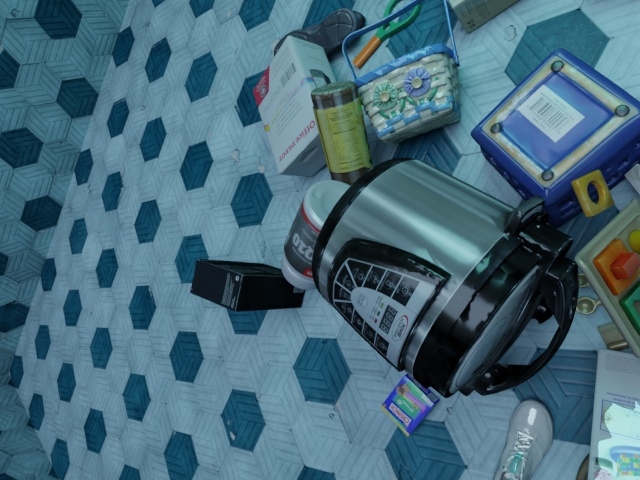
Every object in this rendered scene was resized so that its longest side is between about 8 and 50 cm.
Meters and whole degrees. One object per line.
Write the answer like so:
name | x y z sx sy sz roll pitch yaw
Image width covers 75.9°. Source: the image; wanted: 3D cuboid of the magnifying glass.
magnifying glass | 0.174 -0.565 1.108 0.231 0.026 0.092 -44 62 21

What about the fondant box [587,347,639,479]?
fondant box | 0.537 0.345 0.600 0.239 0.096 0.330 4 51 36

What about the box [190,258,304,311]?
box | -0.191 0.122 1.137 0.185 0.261 0.103 16 94 36

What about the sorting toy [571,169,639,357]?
sorting toy | 0.492 0.049 0.624 0.347 0.196 0.047 56 157 -3

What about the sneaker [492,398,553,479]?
sneaker | 0.388 0.417 0.797 0.080 0.094 0.211 19 95 37

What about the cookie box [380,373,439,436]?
cookie box | 0.208 0.382 0.960 0.092 0.040 0.107 41 108 31

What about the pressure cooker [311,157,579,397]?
pressure cooker | 0.240 0.074 0.777 0.421 0.370 0.375 38 87 31

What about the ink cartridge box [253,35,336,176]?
ink cartridge box | -0.054 -0.364 1.149 0.226 0.131 0.305 -36 66 45

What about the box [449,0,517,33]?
box | 0.421 -0.618 0.877 0.311 0.121 0.147 -24 71 31

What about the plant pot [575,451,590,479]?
plant pot | 0.550 0.462 0.669 0.238 0.110 0.236 -4 83 35

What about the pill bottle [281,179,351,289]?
pill bottle | 0.000 0.000 1.018 0.161 0.162 0.283 60 147 24

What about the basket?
basket | 0.201 -0.393 0.956 0.255 0.201 0.288 -19 82 28

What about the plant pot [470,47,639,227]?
plant pot | 0.440 -0.191 0.760 0.236 0.212 0.235 -46 62 23

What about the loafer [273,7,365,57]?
loafer | -0.003 -0.584 1.208 0.303 0.095 0.108 -6 111 39

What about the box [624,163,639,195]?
box | 0.638 -0.002 0.671 0.323 0.067 0.063 66 156 20

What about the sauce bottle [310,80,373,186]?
sauce bottle | 0.067 -0.200 0.991 0.112 0.111 0.343 11 130 36

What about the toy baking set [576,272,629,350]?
toy baking set | 0.585 0.085 0.735 0.196 0.030 0.256 47 111 29
